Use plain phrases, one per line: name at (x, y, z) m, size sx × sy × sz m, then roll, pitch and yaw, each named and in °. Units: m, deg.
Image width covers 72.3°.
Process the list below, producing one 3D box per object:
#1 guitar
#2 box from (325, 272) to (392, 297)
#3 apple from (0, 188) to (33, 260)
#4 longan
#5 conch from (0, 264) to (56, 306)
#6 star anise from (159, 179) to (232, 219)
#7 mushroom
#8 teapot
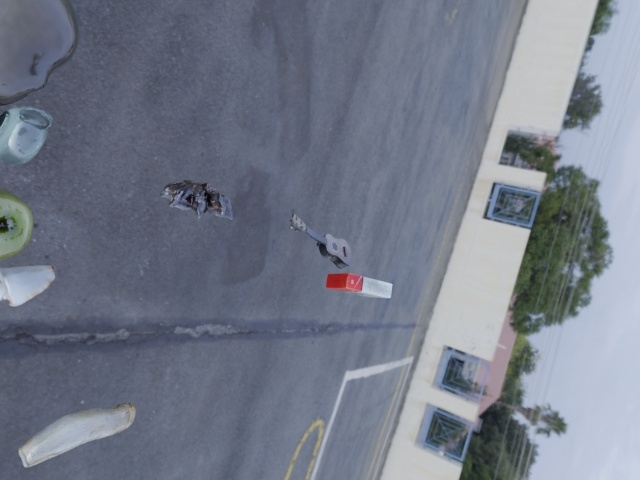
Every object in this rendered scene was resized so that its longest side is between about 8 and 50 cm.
guitar at (-0.002, 0.001, 1.167) m, size 0.271 × 0.038 × 0.084 m, roll 31°, pitch 41°, yaw -47°
box at (0.105, 0.123, 1.191) m, size 0.151 × 0.100 × 0.048 m, roll 18°, pitch 73°, yaw -30°
apple at (-1.125, -0.057, 1.460) m, size 0.279 × 0.278 × 0.280 m, roll -44°, pitch 143°, yaw -47°
longan at (-0.709, -0.461, 0.964) m, size 0.351 × 0.288 × 0.288 m, roll -64°, pitch 154°, yaw -12°
conch at (-0.840, 0.120, 1.228) m, size 0.176 × 0.104 × 0.094 m, roll -7°, pitch 129°, yaw -55°
star anise at (-0.398, -0.146, 1.462) m, size 0.223 × 0.235 × 0.109 m, roll -50°, pitch 163°, yaw -83°
mushroom at (-0.715, 0.574, 1.322) m, size 0.123 × 0.095 × 0.351 m, roll -60°, pitch 156°, yaw 9°
teapot at (-0.998, -0.348, 1.436) m, size 0.129 × 0.294 × 0.193 m, roll 36°, pitch 34°, yaw -52°
